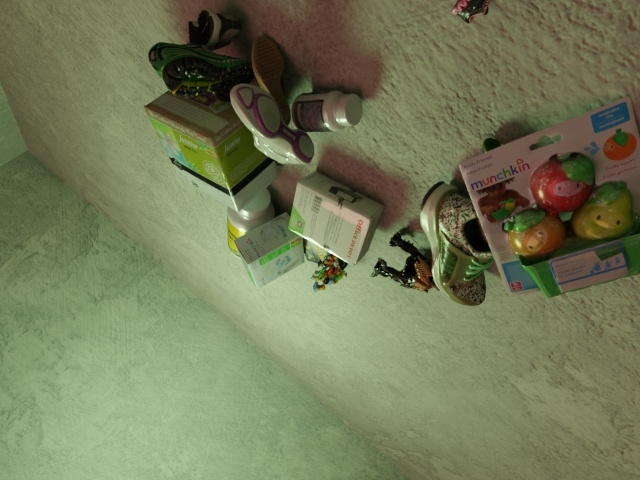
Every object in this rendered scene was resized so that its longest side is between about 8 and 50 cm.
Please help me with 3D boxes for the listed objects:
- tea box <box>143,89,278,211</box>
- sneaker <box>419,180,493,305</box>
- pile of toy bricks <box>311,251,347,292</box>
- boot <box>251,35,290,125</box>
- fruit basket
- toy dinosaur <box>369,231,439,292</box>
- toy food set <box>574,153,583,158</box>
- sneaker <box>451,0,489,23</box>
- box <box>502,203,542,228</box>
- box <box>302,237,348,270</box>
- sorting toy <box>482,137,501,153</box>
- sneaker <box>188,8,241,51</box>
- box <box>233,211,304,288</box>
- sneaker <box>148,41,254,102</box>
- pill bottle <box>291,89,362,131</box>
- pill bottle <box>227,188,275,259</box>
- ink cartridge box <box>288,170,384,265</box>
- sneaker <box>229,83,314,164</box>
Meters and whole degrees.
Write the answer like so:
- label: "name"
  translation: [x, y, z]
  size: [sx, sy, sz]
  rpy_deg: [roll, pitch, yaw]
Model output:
- label: "tea box"
  translation: [-0.353, -0.327, 1.479]
  size: [0.328, 0.220, 0.324]
  rpy_deg: [28, 150, 28]
- label: "sneaker"
  translation: [0.400, 0.041, 1.185]
  size: [0.182, 0.158, 0.411]
  rpy_deg: [27, 151, 55]
- label: "pile of toy bricks"
  translation: [0.048, 0.128, 1.668]
  size: [0.105, 0.118, 0.212]
  rpy_deg: [7, 142, -20]
- label: "boot"
  translation: [-0.157, -0.439, 1.291]
  size: [0.207, 0.090, 0.249]
  rpy_deg: [174, 79, -74]
- label: "fruit basket"
  translation: [0.504, -0.061, 0.910]
  size: [0.326, 0.165, 0.353]
  rpy_deg: [-20, 115, 21]
- label: "toy dinosaur"
  translation: [0.296, 0.083, 1.377]
  size: [0.218, 0.164, 0.322]
  rpy_deg: [32, 153, 13]
- label: "toy food set"
  translation: [0.550, -0.157, 0.956]
  size: [0.122, 0.019, 0.078]
  rpy_deg: [-1, 130, 37]
- label: "sneaker"
  translation: [0.305, -0.458, 0.831]
  size: [0.057, 0.047, 0.119]
  rpy_deg: [41, 156, -12]
- label: "box"
  translation: [0.469, -0.099, 1.060]
  size: [0.126, 0.072, 0.137]
  rpy_deg: [3, 133, 45]
- label: "box"
  translation: [0.000, 0.000, 1.691]
  size: [0.182, 0.056, 0.231]
  rpy_deg: [15, 139, 35]
- label: "sorting toy"
  translation: [0.406, -0.188, 1.029]
  size: [0.102, 0.061, 0.042]
  rpy_deg: [43, 150, -2]
- label: "sneaker"
  translation: [-0.313, -0.589, 1.271]
  size: [0.271, 0.107, 0.101]
  rpy_deg: [22, 120, 56]
- label: "box"
  translation: [-0.194, 0.043, 1.721]
  size: [0.127, 0.231, 0.262]
  rpy_deg: [55, 165, 22]
- label: "sneaker"
  translation: [-0.310, -0.482, 1.213]
  size: [0.146, 0.343, 0.134]
  rpy_deg: [49, 120, 13]
- label: "pill bottle"
  translation: [0.019, -0.350, 1.198]
  size: [0.180, 0.108, 0.108]
  rpy_deg: [11, 137, 40]
- label: "pill bottle"
  translation: [-0.281, -0.073, 1.776]
  size: [0.187, 0.188, 0.334]
  rpy_deg: [34, 147, 12]
- label: "ink cartridge box"
  translation: [0.047, -0.074, 1.450]
  size: [0.272, 0.114, 0.199]
  rpy_deg: [29, 128, 18]
- label: "sneaker"
  translation: [-0.151, -0.291, 1.187]
  size: [0.152, 0.114, 0.305]
  rpy_deg: [0, 154, 36]
